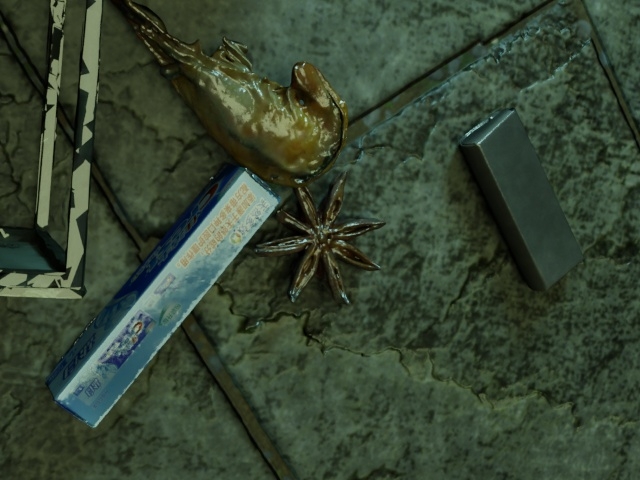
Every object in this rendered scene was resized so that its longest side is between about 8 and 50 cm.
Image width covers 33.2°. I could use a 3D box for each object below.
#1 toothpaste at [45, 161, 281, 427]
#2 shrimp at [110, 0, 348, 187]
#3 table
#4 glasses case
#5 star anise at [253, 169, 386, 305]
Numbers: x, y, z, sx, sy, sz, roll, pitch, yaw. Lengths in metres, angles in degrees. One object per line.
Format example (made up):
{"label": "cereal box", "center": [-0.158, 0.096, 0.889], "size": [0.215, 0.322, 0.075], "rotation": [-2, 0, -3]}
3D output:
{"label": "toothpaste", "center": [-0.148, 0.046, 1.000], "size": [0.053, 0.066, 0.272], "rotation": [42, 83, -21]}
{"label": "shrimp", "center": [-0.081, -0.161, 0.990], "size": [0.117, 0.066, 0.262], "rotation": [-40, 106, 6]}
{"label": "table", "center": [-0.351, -0.116, 0.814], "size": [0.335, 0.222, 0.272], "rotation": [3, 99, -22]}
{"label": "glasses case", "center": [0.213, -0.041, 1.135], "size": [0.072, 0.042, 0.190], "rotation": [-35, 109, -19]}
{"label": "star anise", "center": [0.001, 0.001, 1.060], "size": [0.141, 0.042, 0.141], "rotation": [0, 91, -19]}
